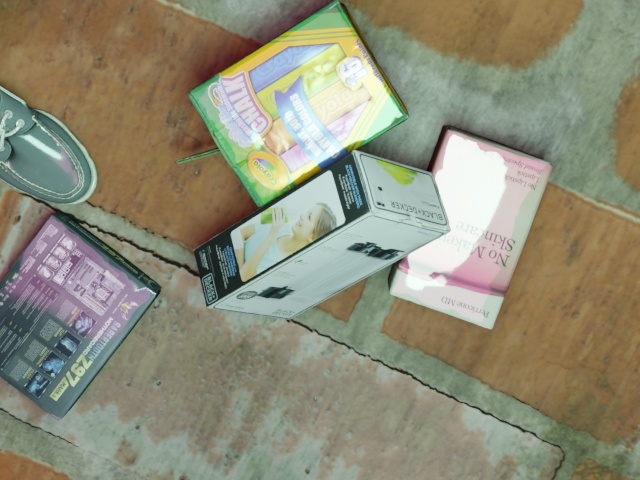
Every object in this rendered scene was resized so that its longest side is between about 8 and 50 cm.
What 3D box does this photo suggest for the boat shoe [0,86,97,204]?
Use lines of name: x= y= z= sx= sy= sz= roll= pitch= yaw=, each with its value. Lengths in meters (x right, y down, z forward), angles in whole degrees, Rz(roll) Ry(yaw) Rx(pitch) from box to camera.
boat shoe: x=-0.445 y=-0.153 z=1.777 sx=0.319 sy=0.099 sz=0.116 roll=39 pitch=99 yaw=-2

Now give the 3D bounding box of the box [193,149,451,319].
box: x=0.000 y=0.000 z=1.682 sx=0.290 sy=0.169 sz=0.087 roll=-30 pitch=64 yaw=34

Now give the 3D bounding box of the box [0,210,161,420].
box: x=-0.361 y=0.104 z=1.830 sx=0.183 sy=0.059 sz=0.232 roll=37 pitch=97 yaw=-2

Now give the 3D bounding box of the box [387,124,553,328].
box: x=0.195 y=-0.021 z=1.749 sx=0.149 sy=0.127 sz=0.232 roll=19 pitch=98 yaw=0

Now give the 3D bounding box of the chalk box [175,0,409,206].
chalk box: x=-0.051 y=-0.161 z=1.718 sx=0.289 sy=0.180 sz=0.179 roll=-31 pitch=95 yaw=8
